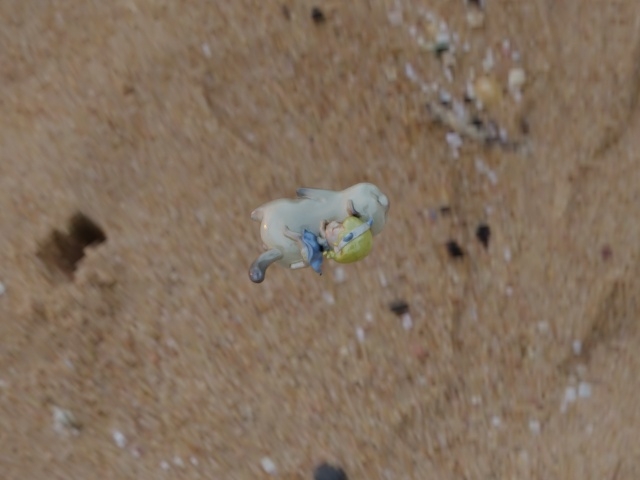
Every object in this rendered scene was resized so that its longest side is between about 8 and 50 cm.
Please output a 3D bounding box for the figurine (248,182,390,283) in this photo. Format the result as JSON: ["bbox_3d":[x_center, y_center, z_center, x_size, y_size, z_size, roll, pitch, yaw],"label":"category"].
[{"bbox_3d":[0.000,0.000,1.078,0.083,0.047,0.051,-18,36,14],"label":"figurine"}]
